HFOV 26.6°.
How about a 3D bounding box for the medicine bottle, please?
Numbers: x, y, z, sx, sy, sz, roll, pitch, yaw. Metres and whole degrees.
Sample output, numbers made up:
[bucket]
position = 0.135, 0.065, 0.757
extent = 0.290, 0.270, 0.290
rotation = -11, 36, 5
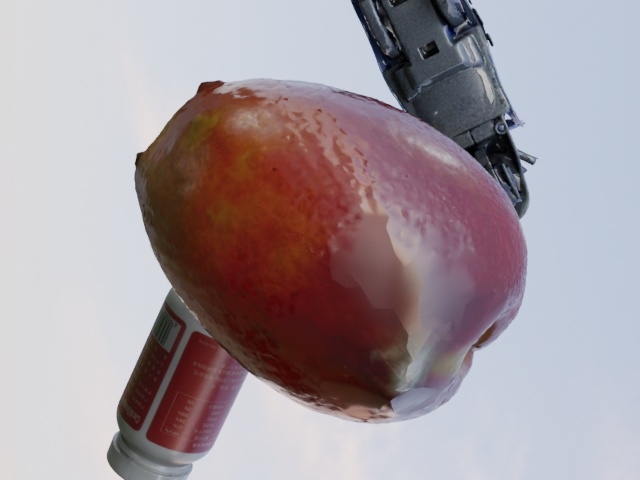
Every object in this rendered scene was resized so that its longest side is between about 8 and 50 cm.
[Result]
[medicine bottle]
position = -0.167, 0.177, 1.659
extent = 0.250, 0.131, 0.131
rotation = -65, -149, 17

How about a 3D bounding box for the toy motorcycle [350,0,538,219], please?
[toy motorcycle]
position = 0.148, -0.187, 1.540
extent = 0.358, 0.125, 0.212
rotation = 65, 13, -2

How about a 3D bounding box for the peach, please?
[peach]
position = 0.000, 0.000, 1.149
extent = 0.338, 0.281, 0.281
rotation = 33, -50, 14
